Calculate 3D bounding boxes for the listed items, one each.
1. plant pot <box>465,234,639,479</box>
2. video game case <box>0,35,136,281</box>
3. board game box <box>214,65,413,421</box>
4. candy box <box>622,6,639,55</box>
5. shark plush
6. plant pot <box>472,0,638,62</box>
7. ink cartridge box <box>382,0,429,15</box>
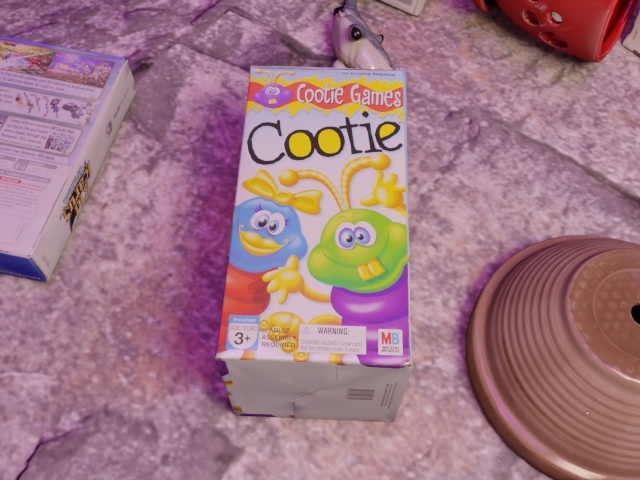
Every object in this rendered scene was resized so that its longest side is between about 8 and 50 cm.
[{"bbox_3d":[0.250,0.083,0.589,0.237,0.110,0.238,1,59,-1],"label":"plant pot"},{"bbox_3d":[-0.357,-0.100,0.713,0.269,0.061,0.245,12,62,6],"label":"video game case"},{"bbox_3d":[0.000,0.000,0.613,0.141,0.144,0.276,2,59,1],"label":"board game box"},{"bbox_3d":[0.449,-0.304,0.782,0.196,0.165,0.070,-36,65,-18],"label":"candy box"},{"bbox_3d":[0.044,-0.230,0.817,0.067,0.073,0.161,7,37,-19],"label":"shark plush"},{"bbox_3d":[0.269,-0.315,0.773,0.174,0.191,0.191,29,64,18],"label":"plant pot"},{"bbox_3d":[0.049,-0.446,0.901,0.296,0.066,0.261,27,64,8],"label":"ink cartridge box"}]
